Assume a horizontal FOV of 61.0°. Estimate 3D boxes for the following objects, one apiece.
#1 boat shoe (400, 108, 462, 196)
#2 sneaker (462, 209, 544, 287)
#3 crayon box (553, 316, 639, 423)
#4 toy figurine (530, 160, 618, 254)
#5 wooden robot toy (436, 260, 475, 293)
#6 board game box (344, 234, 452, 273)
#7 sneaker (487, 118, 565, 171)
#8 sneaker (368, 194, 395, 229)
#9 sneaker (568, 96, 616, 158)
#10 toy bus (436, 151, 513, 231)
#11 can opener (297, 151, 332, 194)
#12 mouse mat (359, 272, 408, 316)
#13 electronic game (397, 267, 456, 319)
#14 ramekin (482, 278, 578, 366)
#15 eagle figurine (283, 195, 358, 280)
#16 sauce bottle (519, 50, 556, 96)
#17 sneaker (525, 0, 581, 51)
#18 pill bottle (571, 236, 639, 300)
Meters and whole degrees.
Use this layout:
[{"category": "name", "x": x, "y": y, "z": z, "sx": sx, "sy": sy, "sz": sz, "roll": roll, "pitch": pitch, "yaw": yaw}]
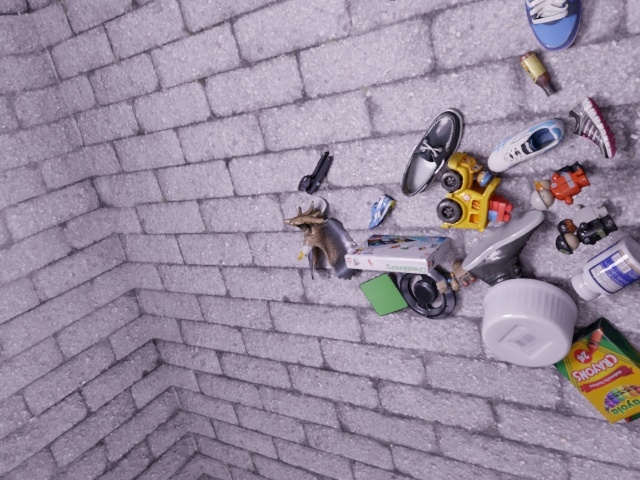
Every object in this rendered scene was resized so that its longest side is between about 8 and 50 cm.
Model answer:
[{"category": "boat shoe", "x": 0.339, "y": -0.259, "z": 1.674, "sx": 0.114, "sy": 0.091, "sz": 0.302, "roll": 33, "pitch": 129, "yaw": 20}, {"category": "sneaker", "x": 0.587, "y": 0.035, "z": 1.645, "sx": 0.147, "sy": 0.104, "sz": 0.296, "roll": 40, "pitch": 124, "yaw": -8}, {"category": "crayon box", "x": 0.875, "y": 0.408, "z": 1.619, "sx": 0.318, "sy": 0.081, "sz": 0.202, "roll": 46, "pitch": 132, "yaw": 8}, {"category": "toy figurine", "x": 0.659, "y": -0.087, "z": 1.437, "sx": 0.148, "sy": 0.209, "sz": 0.213, "roll": -32, "pitch": 95, "yaw": 26}, {"category": "wooden robot toy", "x": 0.458, "y": 0.107, "z": 1.797, "sx": 0.173, "sy": 0.079, "sz": 0.076, "roll": -36, "pitch": 129, "yaw": 14}, {"category": "board game box", "x": 0.260, "y": 0.041, "z": 1.824, "sx": 0.305, "sy": 0.193, "sz": 0.053, "roll": 3, "pitch": 114, "yaw": 37}, {"category": "sneaker", "x": 0.561, "y": -0.259, "z": 1.509, "sx": 0.237, "sy": 0.086, "sz": 0.085, "roll": -32, "pitch": 93, "yaw": 44}, {"category": "sneaker", "x": 0.202, "y": -0.099, "z": 1.892, "sx": 0.059, "sy": 0.053, "sz": 0.144, "roll": 40, "pitch": 122, "yaw": 13}, {"category": "sneaker", "x": 0.700, "y": -0.282, "z": 1.407, "sx": 0.075, "sy": 0.063, "sz": 0.170, "roll": -28, "pitch": 89, "yaw": 42}, {"category": "toy bus", "x": 0.466, "y": -0.136, "z": 1.608, "sx": 0.211, "sy": 0.149, "sz": 0.220, "roll": 13, "pitch": 118, "yaw": 27}, {"category": "can opener", "x": -0.010, "y": -0.241, "z": 1.978, "sx": 0.059, "sy": 0.073, "sz": 0.186, "roll": 50, "pitch": 124, "yaw": 16}, {"category": "mouse mat", "x": 0.234, "y": 0.205, "z": 2.032, "sx": 0.152, "sy": 0.007, "sz": 0.190, "roll": 57, "pitch": 146, "yaw": -1}, {"category": "electronic game", "x": 0.370, "y": 0.179, "z": 1.909, "sx": 0.229, "sy": 0.048, "sz": 0.229, "roll": 26, "pitch": 133, "yaw": 31}, {"category": "ramekin", "x": 0.622, "y": 0.258, "z": 1.638, "sx": 0.277, "sy": 0.135, "sz": 0.277, "roll": 14, "pitch": 138, "yaw": 13}, {"category": "eagle figurine", "x": -0.008, "y": 0.008, "z": 2.050, "sx": 0.298, "sy": 0.225, "sz": 0.226, "roll": 51, "pitch": -175, "yaw": -36}, {"category": "sauce bottle", "x": 0.576, "y": -0.438, "z": 1.433, "sx": 0.042, "sy": 0.042, "sz": 0.128, "roll": -35, "pitch": 87, "yaw": 43}, {"category": "sneaker", "x": 0.514, "y": -0.594, "z": 1.266, "sx": 0.130, "sy": 0.236, "sz": 0.322, "roll": 2, "pitch": 114, "yaw": 37}, {"category": "pill bottle", "x": 0.794, "y": 0.085, "z": 1.491, "sx": 0.112, "sy": 0.112, "sz": 0.186, "roll": 48, "pitch": 133, "yaw": 7}]
